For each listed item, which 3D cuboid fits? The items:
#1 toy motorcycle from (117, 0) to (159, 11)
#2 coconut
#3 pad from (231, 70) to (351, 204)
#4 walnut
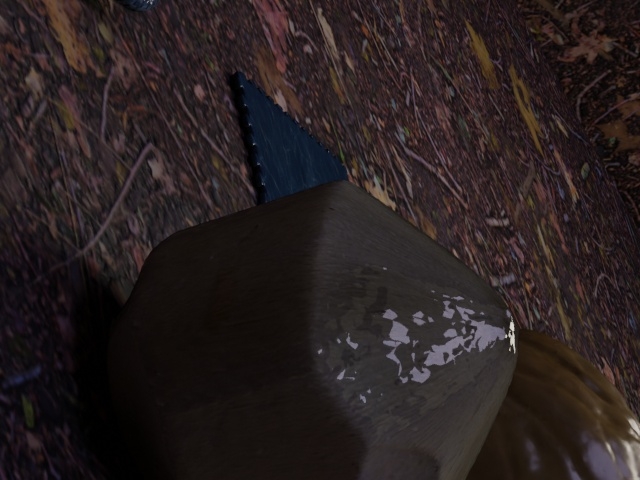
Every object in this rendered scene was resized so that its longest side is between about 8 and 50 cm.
[{"bbox_3d":[-0.149,-0.283,1.603,0.135,0.092,0.254,51,31,-22],"label":"toy motorcycle"},{"bbox_3d":[0.003,0.083,1.313,0.237,0.266,0.237,-13,90,-77],"label":"coconut"},{"bbox_3d":[0.000,0.000,1.851,0.269,0.012,0.269,37,35,-61],"label":"pad"},{"bbox_3d":[0.157,0.230,1.599,0.313,0.277,0.252,56,30,-3],"label":"walnut"}]
